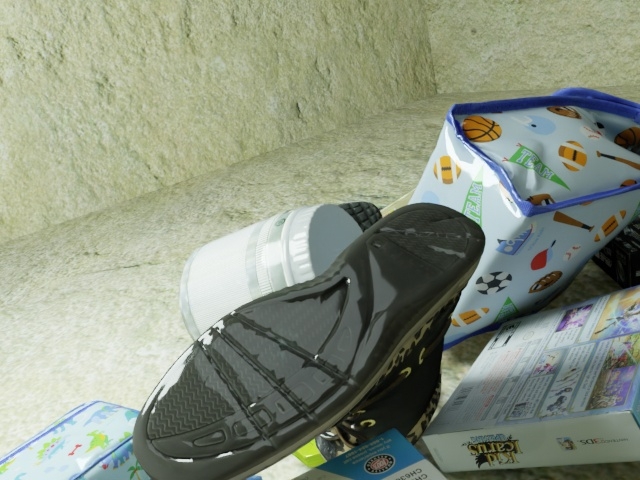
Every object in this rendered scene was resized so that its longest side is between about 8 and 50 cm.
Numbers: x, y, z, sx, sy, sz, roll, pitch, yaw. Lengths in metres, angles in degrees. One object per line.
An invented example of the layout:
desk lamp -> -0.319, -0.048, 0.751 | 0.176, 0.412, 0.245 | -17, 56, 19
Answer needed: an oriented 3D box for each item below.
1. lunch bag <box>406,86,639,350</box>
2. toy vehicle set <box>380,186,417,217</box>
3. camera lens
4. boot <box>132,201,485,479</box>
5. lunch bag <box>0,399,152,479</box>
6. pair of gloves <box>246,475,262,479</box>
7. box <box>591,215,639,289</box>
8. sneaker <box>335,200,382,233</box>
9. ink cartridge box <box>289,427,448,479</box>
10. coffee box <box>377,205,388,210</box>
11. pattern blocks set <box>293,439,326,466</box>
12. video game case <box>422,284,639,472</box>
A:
lunch bag -> 0.322, -0.043, 0.897 | 0.386, 0.327, 0.238 | -11, 56, -24
toy vehicle set -> 0.141, -0.025, 1.290 | 0.267, 0.035, 0.166 | -33, 16, 16
camera lens -> -0.071, 0.076, 0.958 | 0.274, 0.219, 0.219 | -21, 14, 30
boot -> 0.015, 0.156, 0.610 | 0.138, 0.284, 0.377 | 34, 57, 30
lunch bag -> -0.332, 0.303, 0.773 | 0.176, 0.090, 0.219 | 1, 23, 41
pair of gloves -> -0.137, 0.334, 0.663 | 0.159, 0.023, 0.198 | -15, 19, -2
box -> 0.565, 0.010, 1.027 | 0.148, 0.077, 0.180 | -11, 20, 4
sneaker -> 0.000, 0.000, 1.274 | 0.283, 0.107, 0.124 | -31, 6, 7
ink cartridge box -> 0.059, 0.294, 0.433 | 0.171, 0.168, 0.233 | -20, 21, -19
coffee box -> 0.142, -0.051, 1.506 | 0.184, 0.040, 0.113 | -4, 22, 23
pattern blocks set -> -0.006, 0.228, 0.856 | 0.325, 0.026, 0.285 | -12, 17, 5
video game case -> 0.284, 0.158, 0.699 | 0.244, 0.061, 0.269 | -28, 5, 45
